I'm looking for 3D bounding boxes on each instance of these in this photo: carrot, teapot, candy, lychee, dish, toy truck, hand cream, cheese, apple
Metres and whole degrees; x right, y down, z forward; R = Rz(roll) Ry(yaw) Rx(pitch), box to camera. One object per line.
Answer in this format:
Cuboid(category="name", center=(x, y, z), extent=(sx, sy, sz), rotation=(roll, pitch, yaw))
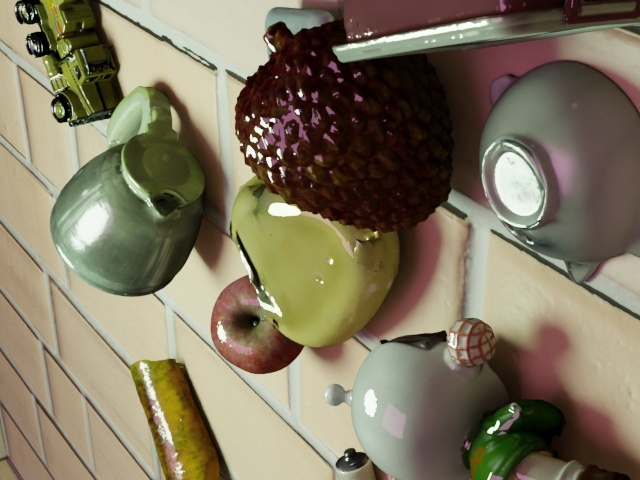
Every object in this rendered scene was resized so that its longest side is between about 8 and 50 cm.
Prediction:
Cuboid(category="carrot", center=(-0.276, 0.370, 2.112), extent=(0.114, 0.114, 0.301), rotation=(-39, 69, 59))
Cuboid(category="teapot", center=(-0.285, -0.087, 1.819), extent=(0.240, 0.321, 0.239), rotation=(33, 132, -11))
Cuboid(category="candy", center=(-0.019, -0.206, 1.379), extent=(0.138, 0.071, 0.174), rotation=(22, 124, 54))
Cuboid(category="lychee", center=(0.031, -0.127, 1.191), extent=(0.271, 0.236, 0.236), rotation=(44, 150, -5))
Cuboid(category="dish", center=(0.216, -0.054, 1.057), extent=(0.236, 0.086, 0.227), rotation=(34, 134, 48))
Cuboid(category="toy truck", center=(-0.441, -0.341, 1.972), extent=(0.127, 0.127, 0.257), rotation=(-11, 98, 46))
Cuboid(category="hand cream", center=(0.066, 0.390, 1.609), extent=(0.087, 0.054, 0.186), rotation=(9, 121, 52))
Cuboid(category="cheese", center=(0.000, 0.000, 1.424), extent=(0.259, 0.128, 0.316), rotation=(57, 151, 4))
Cuboid(category="apple", center=(-0.087, 0.122, 1.611), extent=(0.153, 0.153, 0.120), rotation=(60, -169, 18))

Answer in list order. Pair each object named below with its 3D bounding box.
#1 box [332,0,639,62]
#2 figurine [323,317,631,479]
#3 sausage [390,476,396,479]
Cuboid(category="box", center=(0.145, -0.257, 0.968), extent=(0.294, 0.193, 0.167), rotation=(7, 104, 59))
Cuboid(category="figurine", center=(0.171, 0.223, 1.223), extent=(0.370, 0.167, 0.281), rotation=(27, 134, 40))
Cuboid(category="sausage", center=(0.104, 0.286, 1.496), extent=(0.034, 0.034, 0.129), rotation=(5, 111, 59))
